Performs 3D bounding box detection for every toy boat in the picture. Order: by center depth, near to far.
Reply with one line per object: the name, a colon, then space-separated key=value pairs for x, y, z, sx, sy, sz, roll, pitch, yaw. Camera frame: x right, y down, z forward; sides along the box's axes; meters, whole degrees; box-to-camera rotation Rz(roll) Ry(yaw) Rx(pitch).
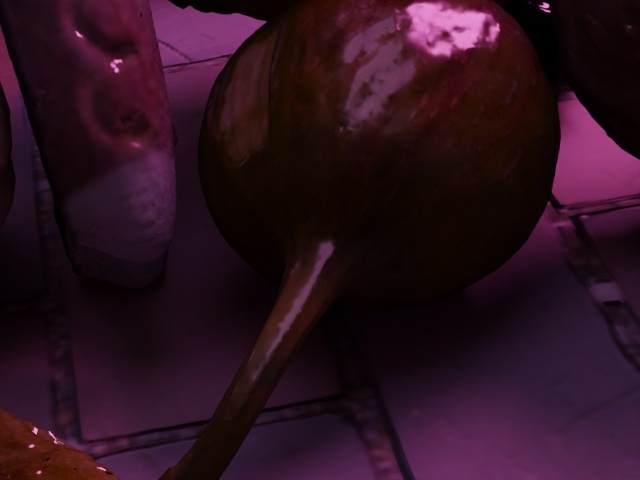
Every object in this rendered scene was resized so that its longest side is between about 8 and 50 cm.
toy boat: x=-0.093 y=-0.097 z=0.693 sx=0.085 sy=0.227 sz=0.155 roll=-17 pitch=-6 yaw=-7

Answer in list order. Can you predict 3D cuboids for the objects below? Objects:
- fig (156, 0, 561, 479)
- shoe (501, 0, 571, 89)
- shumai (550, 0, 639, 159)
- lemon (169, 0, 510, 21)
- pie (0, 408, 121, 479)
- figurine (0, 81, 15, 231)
fig: x=0.000 y=0.000 z=0.635 sx=0.149 sy=0.149 sz=0.245 roll=8 pitch=45 yaw=22
shoe: x=0.120 y=-0.111 z=0.850 sx=0.169 sy=0.071 sz=0.099 roll=-11 pitch=34 yaw=-1
shumai: x=0.279 y=-0.139 z=0.721 sx=0.346 sy=0.217 sz=0.283 roll=-1 pitch=31 yaw=13
lemon: x=0.037 y=-0.223 z=0.764 sx=0.310 sy=0.253 sz=0.253 roll=-47 pitch=31 yaw=12
pie: x=-0.158 y=0.106 z=0.453 sx=0.277 sy=0.078 sz=0.277 roll=11 pitch=15 yaw=-3
figurine: x=-0.222 y=-0.052 z=0.744 sx=0.185 sy=0.204 sz=0.332 roll=-20 pitch=4 yaw=-5
